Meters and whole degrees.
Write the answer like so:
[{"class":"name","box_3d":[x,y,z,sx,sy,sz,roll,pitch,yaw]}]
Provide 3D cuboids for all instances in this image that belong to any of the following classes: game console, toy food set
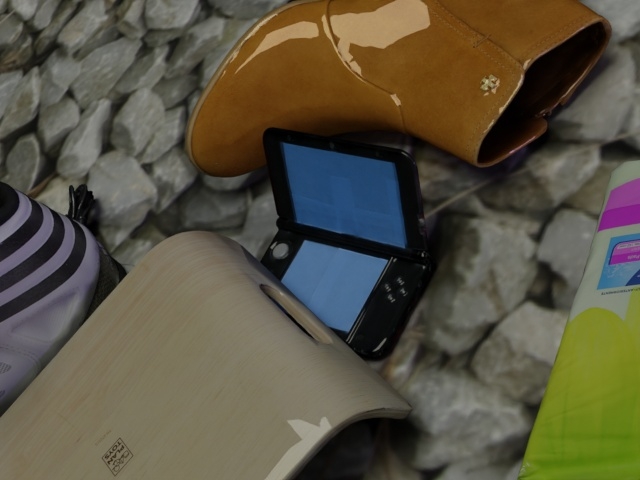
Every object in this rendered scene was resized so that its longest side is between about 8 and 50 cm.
[{"class":"game console","box_3d":[0.000,0.000,0.858,0.144,0.085,0.124,14,66,40]},{"class":"toy food set","box_3d":[-0.109,0.161,0.822,0.306,0.092,0.220,-49,50,1]}]

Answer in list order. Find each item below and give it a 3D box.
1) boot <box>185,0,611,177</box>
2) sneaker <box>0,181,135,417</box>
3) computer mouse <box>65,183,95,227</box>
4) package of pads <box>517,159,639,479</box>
[{"class":"boot","box_3d":[0.050,-0.108,0.896,0.295,0.104,0.211,-41,48,2]},{"class":"sneaker","box_3d":[-0.357,0.116,0.887,0.447,0.257,0.169,-42,45,0]},{"class":"computer mouse","box_3d":[-0.283,0.023,1.065,0.193,0.042,0.106,-18,54,15]},{"class":"package of pads","box_3d":[0.258,0.055,0.591,0.297,0.101,0.229,-9,47,43]}]
